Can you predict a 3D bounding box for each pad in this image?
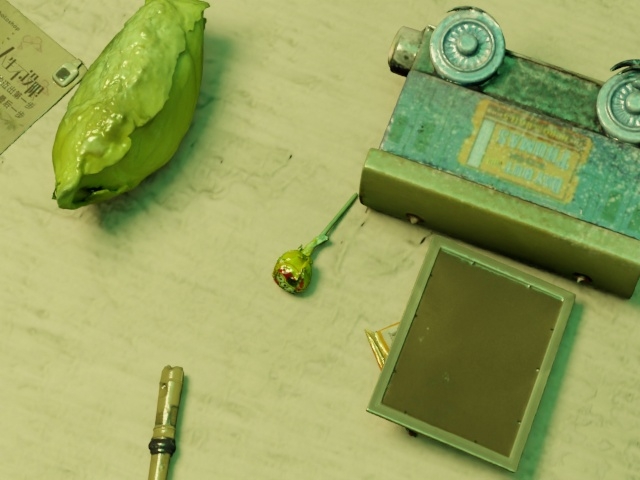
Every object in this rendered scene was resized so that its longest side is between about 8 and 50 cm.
[{"bbox_3d":[-0.370,-0.191,1.787,0.265,0.009,0.159,40,74,14],"label":"pad"}]

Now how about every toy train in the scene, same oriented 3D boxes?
[{"bbox_3d":[0.188,-0.081,1.695,0.299,0.131,0.202,19,77,7],"label":"toy train"}]

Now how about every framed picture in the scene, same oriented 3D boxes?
[{"bbox_3d":[0.135,0.099,1.650,0.142,0.011,0.183,23,65,-1],"label":"framed picture"}]

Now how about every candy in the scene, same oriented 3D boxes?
[{"bbox_3d":[0.000,0.000,1.711,0.035,0.035,0.123,28,61,22],"label":"candy"}]

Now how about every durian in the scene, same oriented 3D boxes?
[{"bbox_3d":[-0.178,-0.121,1.693,0.101,0.139,0.250,25,69,14],"label":"durian"}]

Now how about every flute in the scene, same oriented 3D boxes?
[{"bbox_3d":[-0.143,0.220,1.620,0.027,0.027,0.233,7,68,2],"label":"flute"}]

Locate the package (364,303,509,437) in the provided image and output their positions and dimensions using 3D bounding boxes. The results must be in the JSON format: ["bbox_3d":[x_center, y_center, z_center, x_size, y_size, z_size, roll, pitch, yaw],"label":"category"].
[{"bbox_3d":[0.107,0.108,1.666,0.120,0.031,0.108,-21,72,-16],"label":"package"}]
